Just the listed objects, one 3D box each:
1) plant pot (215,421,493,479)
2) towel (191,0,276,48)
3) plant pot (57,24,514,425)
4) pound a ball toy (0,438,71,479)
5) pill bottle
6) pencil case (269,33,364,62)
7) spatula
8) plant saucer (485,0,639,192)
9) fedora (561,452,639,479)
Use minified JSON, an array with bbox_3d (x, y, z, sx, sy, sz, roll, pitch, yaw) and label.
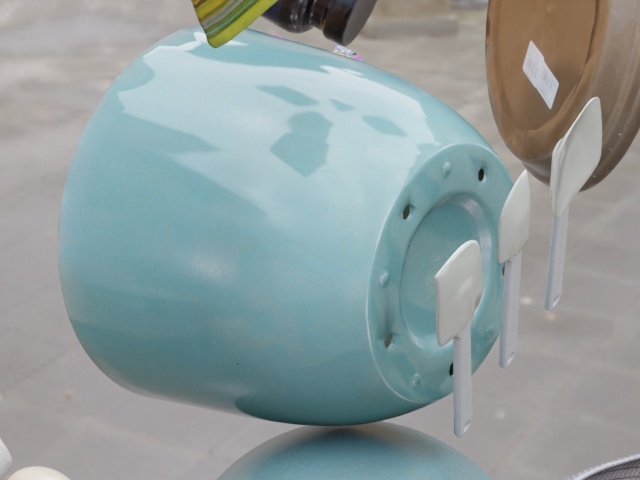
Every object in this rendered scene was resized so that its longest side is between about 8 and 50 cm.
[{"bbox_3d":[0.029,0.262,1.055,0.290,0.290,0.195,0,-13,-2],"label":"plant pot"},{"bbox_3d":[-0.056,-0.218,0.852,0.021,0.237,0.102,33,69,31],"label":"towel"},{"bbox_3d":[0.000,0.000,1.076,0.235,0.293,0.293,13,24,38],"label":"plant pot"},{"bbox_3d":[-0.286,0.201,0.908,0.136,0.208,0.319,-1,37,47],"label":"pound a ball toy"},{"bbox_3d":[-0.046,-0.306,1.664,0.219,0.122,0.123,29,28,10],"label":"pill bottle"},{"bbox_3d":[-0.015,-0.063,1.339,0.104,0.236,0.104,4,8,-1],"label":"pencil case"},{"bbox_3d":[0.129,0.027,0.975,0.019,0.242,0.168,29,65,22],"label":"spatula"},{"bbox_3d":[0.189,-0.175,1.157,0.041,0.277,0.278,3,20,-17],"label":"plant saucer"},{"bbox_3d":[0.157,0.235,0.765,0.275,0.243,0.124,3,27,-37],"label":"fedora"}]
